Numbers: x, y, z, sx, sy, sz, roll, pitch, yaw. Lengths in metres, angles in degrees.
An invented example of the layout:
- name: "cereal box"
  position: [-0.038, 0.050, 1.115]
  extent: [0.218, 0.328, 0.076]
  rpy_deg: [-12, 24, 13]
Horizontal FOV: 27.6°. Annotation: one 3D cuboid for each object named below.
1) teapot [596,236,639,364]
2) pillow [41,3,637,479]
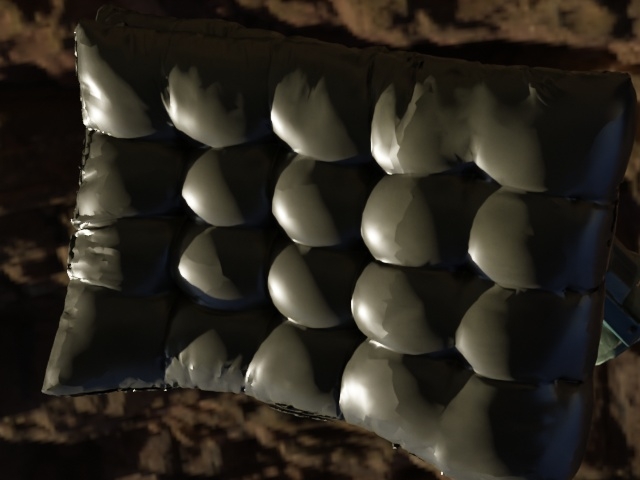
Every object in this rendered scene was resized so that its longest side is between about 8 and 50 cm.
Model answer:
- name: "teapot"
  position: [0.207, 0.009, 1.192]
  extent: [0.171, 0.225, 0.203]
  rpy_deg: [-46, -156, 7]
- name: "pillow"
  position: [0.000, 0.000, 0.730]
  extent: [0.326, 0.228, 0.101]
  rpy_deg: [10, -166, 19]
